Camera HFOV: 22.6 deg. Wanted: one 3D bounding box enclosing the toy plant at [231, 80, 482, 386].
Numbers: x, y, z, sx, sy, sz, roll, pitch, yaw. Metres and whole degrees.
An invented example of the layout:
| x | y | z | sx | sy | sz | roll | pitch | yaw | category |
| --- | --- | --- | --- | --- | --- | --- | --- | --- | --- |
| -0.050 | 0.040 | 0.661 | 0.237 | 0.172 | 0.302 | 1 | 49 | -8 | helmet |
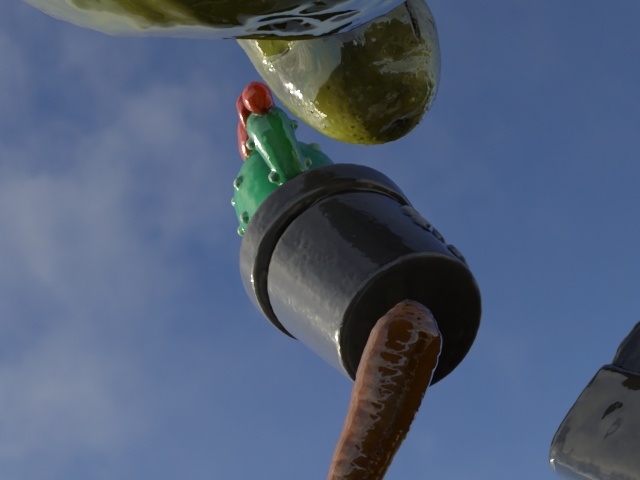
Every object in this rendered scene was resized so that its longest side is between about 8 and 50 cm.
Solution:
| x | y | z | sx | sy | sz | roll | pitch | yaw | category |
| --- | --- | --- | --- | --- | --- | --- | --- | --- | --- |
| 0.009 | 0.007 | 1.595 | 0.279 | 0.400 | 0.185 | 33 | -84 | -34 | toy plant |

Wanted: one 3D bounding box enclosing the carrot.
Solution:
| x | y | z | sx | sy | sz | roll | pitch | yaw | category |
| --- | --- | --- | --- | --- | --- | --- | --- | --- | --- |
| 0.023 | 0.137 | 0.985 | 0.048 | 0.216 | 0.048 | 21 | -16 | 6 | carrot |

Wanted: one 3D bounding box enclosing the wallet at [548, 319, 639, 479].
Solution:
| x | y | z | sx | sy | sz | roll | pitch | yaw | category |
| --- | --- | --- | --- | --- | --- | --- | --- | --- | --- |
| 0.305 | 0.107 | 1.021 | 0.062 | 0.406 | 0.228 | 44 | -99 | -15 | wallet |

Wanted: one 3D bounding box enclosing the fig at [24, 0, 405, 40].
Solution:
| x | y | z | sx | sy | sz | roll | pitch | yaw | category |
| --- | --- | --- | --- | --- | --- | --- | --- | --- | --- |
| -0.065 | -0.250 | 0.783 | 0.343 | 0.343 | 0.343 | -15 | -32 | -9 | fig |

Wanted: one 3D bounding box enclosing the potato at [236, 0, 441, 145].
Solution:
| x | y | z | sx | sy | sz | roll | pitch | yaw | category |
| --- | --- | --- | --- | --- | --- | --- | --- | --- | --- |
| 0.013 | -0.197 | 1.491 | 0.169 | 0.248 | 0.143 | -45 | -25 | 19 | potato |
